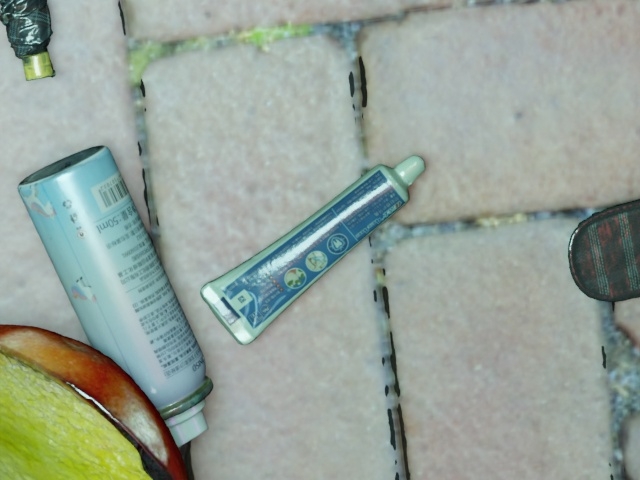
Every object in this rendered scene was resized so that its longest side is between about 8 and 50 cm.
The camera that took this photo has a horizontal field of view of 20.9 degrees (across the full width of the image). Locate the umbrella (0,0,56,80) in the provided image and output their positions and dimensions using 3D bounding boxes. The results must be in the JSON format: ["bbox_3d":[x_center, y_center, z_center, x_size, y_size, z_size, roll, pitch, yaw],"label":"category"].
[{"bbox_3d":[-0.217,-0.186,1.249,0.040,0.037,0.143,-12,99,-18],"label":"umbrella"}]

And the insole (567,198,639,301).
[{"bbox_3d":[0.341,-0.024,1.361,0.310,0.012,0.110,-15,103,-5],"label":"insole"}]

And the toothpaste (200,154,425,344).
[{"bbox_3d":[0.000,0.000,1.312,0.197,0.035,0.057,-38,94,4],"label":"toothpaste"}]

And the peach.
[{"bbox_3d":[-0.206,0.130,1.274,0.279,0.068,0.189,34,133,8],"label":"peach"}]

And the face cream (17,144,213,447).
[{"bbox_3d":[-0.144,0.047,1.282,0.075,0.075,0.229,-24,101,-2],"label":"face cream"}]
